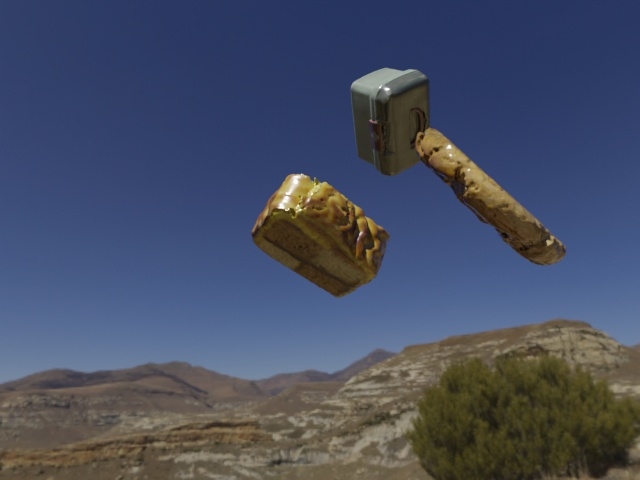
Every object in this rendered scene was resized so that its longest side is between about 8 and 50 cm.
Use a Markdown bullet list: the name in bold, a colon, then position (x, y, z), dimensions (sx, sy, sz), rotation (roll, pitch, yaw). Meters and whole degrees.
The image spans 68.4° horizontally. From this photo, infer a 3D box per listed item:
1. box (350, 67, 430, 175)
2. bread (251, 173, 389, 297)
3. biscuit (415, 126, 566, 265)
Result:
- **box**: position (0.155, -0.261, 1.027), dimensions (0.147, 0.129, 0.210), rotation (-30, -48, -24)
- **bread**: position (0.000, 0.000, 0.798), dimensions (0.222, 0.096, 0.181), rotation (34, -32, -15)
- **biscuit**: position (0.191, -0.050, 0.543), dimensions (0.042, 0.226, 0.225), rotation (-47, -39, 17)
